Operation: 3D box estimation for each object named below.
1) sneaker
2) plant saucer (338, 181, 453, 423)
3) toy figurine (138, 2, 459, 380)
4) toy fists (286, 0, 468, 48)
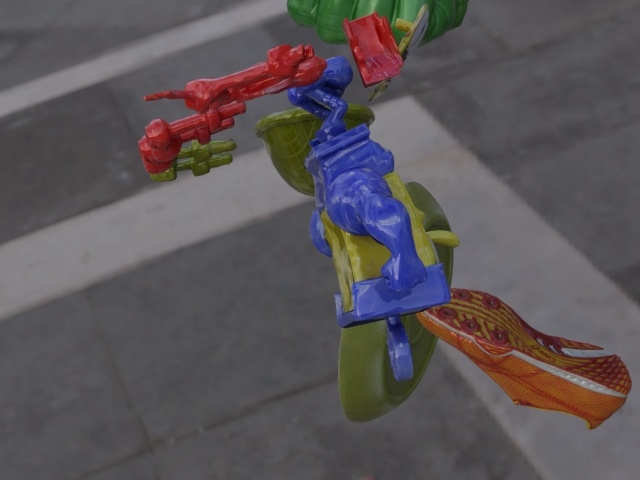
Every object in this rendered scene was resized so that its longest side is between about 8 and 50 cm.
[{"bbox_3d":[0.144,0.092,1.259,0.175,0.067,0.064,28,36,-2],"label":"sneaker"},{"bbox_3d":[0.080,0.064,1.626,0.037,0.241,0.241,13,37,20],"label":"plant saucer"},{"bbox_3d":[0.000,0.000,1.149,0.191,0.217,0.362,-19,-4,-9],"label":"toy figurine"},{"bbox_3d":[-0.006,-0.248,1.473,0.279,0.096,0.142,32,36,20],"label":"toy fists"}]
